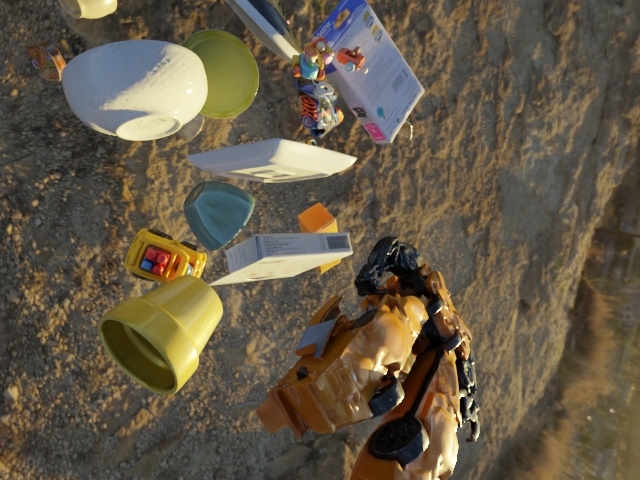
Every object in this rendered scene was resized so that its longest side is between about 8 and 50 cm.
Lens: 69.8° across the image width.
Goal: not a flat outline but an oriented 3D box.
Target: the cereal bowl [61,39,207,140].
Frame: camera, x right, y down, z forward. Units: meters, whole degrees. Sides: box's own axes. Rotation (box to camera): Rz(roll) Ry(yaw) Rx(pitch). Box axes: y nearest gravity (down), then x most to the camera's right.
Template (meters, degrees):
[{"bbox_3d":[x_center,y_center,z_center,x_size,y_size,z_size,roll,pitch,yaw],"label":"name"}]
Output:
[{"bbox_3d":[-0.439,-0.341,1.131,0.339,0.339,0.141,-12,86,-35],"label":"cereal bowl"}]

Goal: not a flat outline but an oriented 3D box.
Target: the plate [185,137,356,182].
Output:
[{"bbox_3d":[-0.104,-0.166,1.017,0.278,0.277,0.045,-1,89,-53],"label":"plate"}]

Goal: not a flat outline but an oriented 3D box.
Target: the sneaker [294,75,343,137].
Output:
[{"bbox_3d":[-0.009,-0.297,1.044,0.087,0.083,0.221,-54,158,0],"label":"sneaker"}]

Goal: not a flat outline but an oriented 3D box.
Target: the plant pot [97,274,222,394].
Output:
[{"bbox_3d":[-0.390,0.221,1.187,0.239,0.254,0.254,-50,128,-47],"label":"plant pot"}]

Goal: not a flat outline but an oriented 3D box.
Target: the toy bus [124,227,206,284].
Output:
[{"bbox_3d":[-0.441,0.063,1.321,0.220,0.211,0.149,23,84,-20],"label":"toy bus"}]

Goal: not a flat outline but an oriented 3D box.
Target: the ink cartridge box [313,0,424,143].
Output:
[{"bbox_3d":[0.110,-0.404,1.082,0.311,0.065,0.186,46,68,-32],"label":"ink cartridge box"}]

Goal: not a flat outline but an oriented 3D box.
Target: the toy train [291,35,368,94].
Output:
[{"bbox_3d":[0.019,-0.345,0.871,0.166,0.125,0.046,-52,170,-40],"label":"toy train"}]

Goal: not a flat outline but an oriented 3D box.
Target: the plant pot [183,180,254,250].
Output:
[{"bbox_3d":[-0.439,-0.130,1.873,0.195,0.290,0.290,42,73,-31],"label":"plant pot"}]

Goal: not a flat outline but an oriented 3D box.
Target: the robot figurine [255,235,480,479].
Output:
[{"bbox_3d":[0.069,0.116,0.429,0.211,0.085,0.291,63,30,-3],"label":"robot figurine"}]

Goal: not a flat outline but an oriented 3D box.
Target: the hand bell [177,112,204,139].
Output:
[{"bbox_3d":[-0.537,-0.465,1.613,0.242,0.126,0.126,32,79,-59],"label":"hand bell"}]

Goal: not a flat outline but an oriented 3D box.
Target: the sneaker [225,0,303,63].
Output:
[{"bbox_3d":[-0.098,-0.476,0.866,0.147,0.104,0.296,-49,124,0],"label":"sneaker"}]

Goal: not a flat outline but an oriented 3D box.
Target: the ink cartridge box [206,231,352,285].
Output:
[{"bbox_3d":[-0.101,0.043,1.088,0.275,0.239,0.060,-2,76,-43],"label":"ink cartridge box"}]

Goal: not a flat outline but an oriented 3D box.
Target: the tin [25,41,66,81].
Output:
[{"bbox_3d":[-0.796,-0.519,1.339,0.040,0.189,0.106,-39,129,-35],"label":"tin"}]

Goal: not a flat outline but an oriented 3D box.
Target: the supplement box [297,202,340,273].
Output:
[{"bbox_3d":[0.000,0.000,1.271,0.080,0.078,0.233,-35,152,-12],"label":"supplement box"}]

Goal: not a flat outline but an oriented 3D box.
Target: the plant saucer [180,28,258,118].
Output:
[{"bbox_3d":[-0.295,-0.474,1.318,0.241,0.037,0.241,1,116,2],"label":"plant saucer"}]

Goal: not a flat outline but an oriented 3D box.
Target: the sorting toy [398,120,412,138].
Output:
[{"bbox_3d":[0.242,-0.344,1.366,0.083,0.075,0.045,23,91,3],"label":"sorting toy"}]

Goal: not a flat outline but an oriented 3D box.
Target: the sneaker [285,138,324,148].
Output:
[{"bbox_3d":[-0.057,-0.331,1.644,0.084,0.185,0.069,-52,143,3],"label":"sneaker"}]

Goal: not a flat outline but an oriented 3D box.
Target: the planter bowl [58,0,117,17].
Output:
[{"bbox_3d":[-0.706,-0.728,1.355,0.162,0.162,0.109,54,55,-32],"label":"planter bowl"}]
